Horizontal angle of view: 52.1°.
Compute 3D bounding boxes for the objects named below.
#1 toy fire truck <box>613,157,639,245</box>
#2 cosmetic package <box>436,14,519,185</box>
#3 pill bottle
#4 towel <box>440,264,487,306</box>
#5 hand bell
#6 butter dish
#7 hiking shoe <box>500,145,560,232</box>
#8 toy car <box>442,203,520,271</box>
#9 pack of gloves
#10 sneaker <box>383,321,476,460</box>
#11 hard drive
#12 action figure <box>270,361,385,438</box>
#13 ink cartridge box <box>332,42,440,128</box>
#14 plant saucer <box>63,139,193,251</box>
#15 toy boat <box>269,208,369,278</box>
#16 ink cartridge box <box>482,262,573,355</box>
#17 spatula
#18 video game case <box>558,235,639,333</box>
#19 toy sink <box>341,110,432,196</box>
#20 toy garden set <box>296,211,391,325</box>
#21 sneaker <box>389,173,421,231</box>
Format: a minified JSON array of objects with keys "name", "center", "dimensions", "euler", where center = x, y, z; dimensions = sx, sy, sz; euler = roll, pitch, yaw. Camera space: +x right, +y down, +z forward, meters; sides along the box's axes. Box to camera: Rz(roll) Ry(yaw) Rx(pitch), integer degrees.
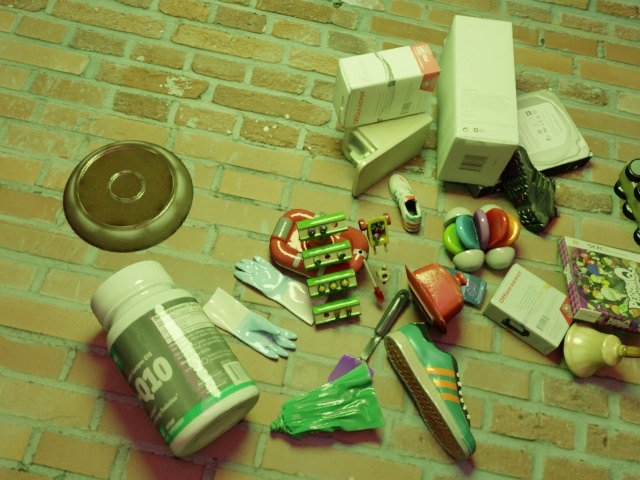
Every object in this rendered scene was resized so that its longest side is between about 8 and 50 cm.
[{"name":"toy fire truck","center":[0.894,-0.103,1.641],"dimensions":[0.246,0.158,0.217],"euler":[-11,65,1]},{"name":"cosmetic package","center":[0.375,-0.343,1.602],"dimensions":[0.155,0.197,0.366],"euler":[7,65,-1]},{"name":"pill bottle","center":[-0.302,0.230,1.328],"dimensions":[0.204,0.204,0.361],"euler":[-33,70,-19]},{"name":"towel","center":[0.327,0.105,1.534],"dimensions":[0.119,0.029,0.067],"euler":[19,77,5]},{"name":"hand bell","center":[0.649,0.233,1.371],"dimensions":[0.126,0.242,0.126],"euler":[4,82,-29]},{"name":"butter dish","center":[0.270,0.111,1.449],"dimensions":[0.118,0.160,0.160],"euler":[-31,69,1]},{"name":"hiking shoe","center":[0.521,-0.139,1.616],"dimensions":[0.114,0.086,0.227],"euler":[-34,110,-31]},{"name":"toy car","center":[0.384,-0.020,1.545],"dimensions":[0.181,0.136,0.159],"euler":[-5,65,-7]},{"name":"pack of gloves","center":[-0.126,0.142,1.474],"dimensions":[0.232,0.046,0.195],"euler":[29,66,9]},{"name":"sneaker","center":[0.260,0.309,1.392],"dimensions":[0.121,0.108,0.302],"euler":[-23,73,-21]},{"name":"hard drive","center":[0.508,-0.262,1.716],"dimensions":[0.338,0.064,0.237],"euler":[-16,66,-11]},{"name":"action figure","center":[0.005,0.356,1.372],"dimensions":[0.232,0.063,0.137],"euler":[-16,68,-5]},{"name":"ink cartridge box","center":[0.145,-0.354,1.507],"dimensions":[0.217,0.159,0.092],"euler":[-15,67,-12]},{"name":"plant saucer","center":[-0.464,-0.122,1.572],"dimensions":[0.310,0.050,0.311],"euler":[2,63,-4]},{"name":"toy boat","center":[0.000,0.000,1.494],"dimensions":[0.230,0.151,0.151],"euler":[20,65,5]},{"name":"ink cartridge box","center":[0.483,0.157,1.504],"dimensions":[0.175,0.072,0.127],"euler":[35,66,12]},{"name":"spatula","center":[0.118,0.226,1.462],"dimensions":[0.084,0.030,0.297],"euler":[31,66,10]},{"name":"video game case","center":[0.672,0.104,1.517],"dimensions":[0.210,0.042,0.232],"euler":[14,45,-4]},{"name":"toy sink","center":[0.139,-0.245,1.626],"dimensions":[0.234,0.153,0.131],"euler":[-35,72,-18]},{"name":"toy garden set","center":[0.069,0.059,1.432],"dimensions":[0.203,0.049,0.245],"euler":[-13,109,-7]},{"name":"sneaker","center":[0.214,-0.105,1.606],"dimensions":[0.057,0.075,0.162],"euler":[-11,66,-10]}]
